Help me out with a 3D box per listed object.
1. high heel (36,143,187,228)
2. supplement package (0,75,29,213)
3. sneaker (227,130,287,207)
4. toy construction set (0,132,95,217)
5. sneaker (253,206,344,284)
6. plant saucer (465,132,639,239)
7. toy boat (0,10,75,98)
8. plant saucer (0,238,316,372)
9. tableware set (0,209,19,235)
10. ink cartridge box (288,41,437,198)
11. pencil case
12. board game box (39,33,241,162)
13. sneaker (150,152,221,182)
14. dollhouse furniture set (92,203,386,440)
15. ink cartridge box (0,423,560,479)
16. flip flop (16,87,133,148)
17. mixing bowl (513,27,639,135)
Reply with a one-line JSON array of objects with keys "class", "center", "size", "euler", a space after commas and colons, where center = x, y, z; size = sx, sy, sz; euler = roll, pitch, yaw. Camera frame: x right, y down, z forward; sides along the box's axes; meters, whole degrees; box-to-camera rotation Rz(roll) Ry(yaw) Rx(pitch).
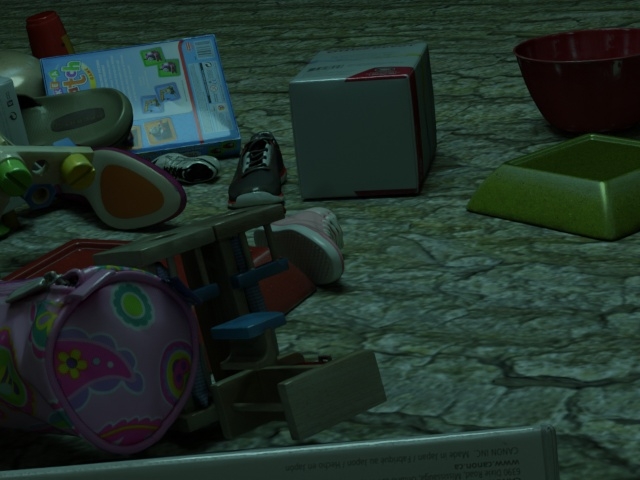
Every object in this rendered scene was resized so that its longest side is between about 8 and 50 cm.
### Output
[{"class": "high heel", "center": [-0.210, -0.060, 1.611], "size": [0.244, 0.082, 0.117], "euler": [4, 8, 36]}, {"class": "supplement package", "center": [-0.427, -0.068, 1.530], "size": [0.139, 0.134, 0.244], "euler": [15, 35, 43]}, {"class": "sneaker", "center": [-0.069, -0.077, 1.606], "size": [0.061, 0.065, 0.158], "euler": [-6, 17, 2]}, {"class": "toy construction set", "center": [-0.383, -0.066, 1.359], "size": [0.327, 0.215, 0.151], "euler": [32, 11, -29]}, {"class": "sneaker", "center": [0.000, 0.000, 1.358], "size": [0.070, 0.051, 0.134], "euler": [-21, 18, -25]}, {"class": "plant saucer", "center": [0.266, -0.060, 1.468], "size": [0.188, 0.045, 0.188], "euler": [-19, 21, -36]}, {"class": "toy boat", "center": [-0.406, -0.179, 1.964], "size": [0.267, 0.148, 0.318], "euler": [-2, 25, 30]}, {"class": "plant saucer", "center": [-0.172, 0.054, 1.258], "size": [0.259, 0.048, 0.258], "euler": [3, 20, 26]}, {"class": "tableware set", "center": [-0.387, -0.019, 1.609], "size": [0.154, 0.024, 0.104], "euler": [0, 21, 14]}, {"class": "ink cartridge box", "center": [0.049, -0.130, 1.627], "size": [0.128, 0.127, 0.176], "euler": [-3, 18, 12]}, {"class": "pencil case", "center": [-0.202, 0.072, 1.021], "size": [0.124, 0.124, 0.284], "euler": [-21, 12, -40]}, {"class": "board game box", "center": [-0.213, -0.158, 1.805], "size": [0.211, 0.039, 0.160], "euler": [-9, 60, -11]}, {"class": "sneaker", "center": [-0.153, -0.079, 1.696], "size": [0.083, 0.032, 0.037], "euler": [-5, 17, 6]}, {"class": "dollhouse furniture set", "center": [-0.037, 0.049, 1.027], "size": [0.129, 0.129, 0.183], "euler": [-20, 9, -38]}, {"class": "ink cartridge box", "center": [-0.020, 0.148, 0.874], "size": [0.296, 0.066, 0.261], "euler": [-5, -8, 4]}, {"class": "flip flop", "center": [-0.347, -0.120, 1.712], "size": [0.277, 0.080, 0.112], "euler": [-15, 60, -2]}, {"class": "mixing bowl", "center": [0.311, -0.175, 1.729], "size": [0.181, 0.098, 0.181], "euler": [-7, 17, 2]}]
